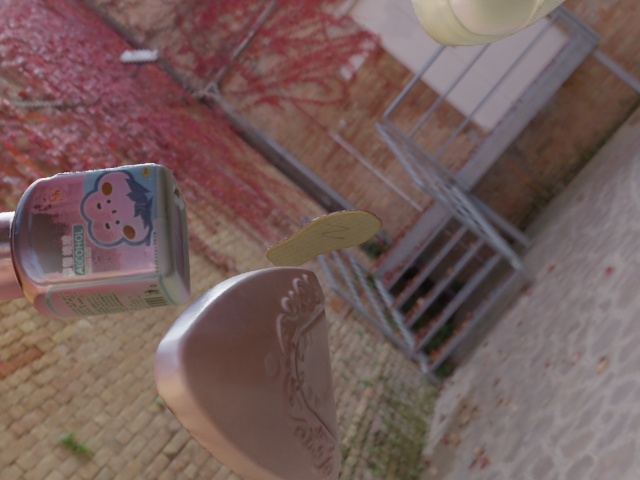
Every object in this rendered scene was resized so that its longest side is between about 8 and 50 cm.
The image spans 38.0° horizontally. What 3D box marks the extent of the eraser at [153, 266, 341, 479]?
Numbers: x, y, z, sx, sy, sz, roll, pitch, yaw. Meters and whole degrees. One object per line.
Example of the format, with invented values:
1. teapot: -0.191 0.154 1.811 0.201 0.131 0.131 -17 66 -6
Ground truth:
1. eraser: -0.046 0.109 0.753 0.059 0.204 0.243 -11 -13 23

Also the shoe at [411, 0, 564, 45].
1. shoe: 0.230 -0.268 0.728 0.363 0.131 0.160 -43 30 -26

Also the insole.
1. insole: 0.000 0.000 1.106 0.188 0.064 0.004 -25 38 44

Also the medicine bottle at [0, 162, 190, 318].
1. medicine bottle: -0.218 0.005 0.839 0.188 0.119 0.094 -7 -22 0
